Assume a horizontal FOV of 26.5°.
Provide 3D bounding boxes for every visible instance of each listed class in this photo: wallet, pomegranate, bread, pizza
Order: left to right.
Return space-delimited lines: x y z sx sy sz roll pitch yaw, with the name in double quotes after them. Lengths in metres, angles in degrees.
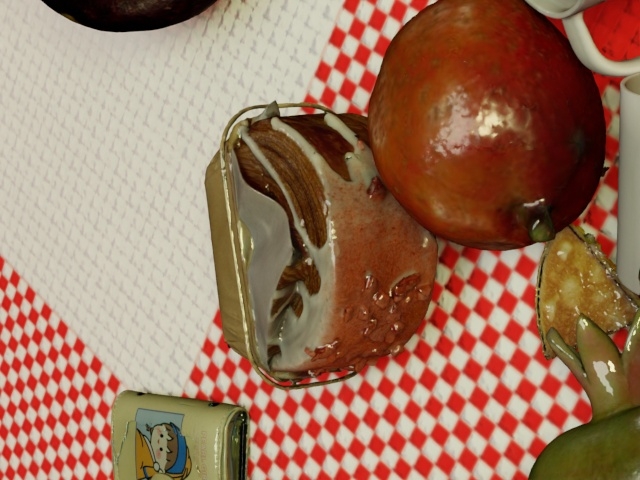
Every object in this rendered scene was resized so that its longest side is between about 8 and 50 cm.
-0.131 0.198 1.239 0.155 0.039 0.110 1 92 43 "wallet"
0.000 0.000 1.052 0.212 0.142 0.224 -12 85 57 "bread"
0.183 0.044 0.956 0.100 0.029 0.099 51 131 31 "pizza"
0.202 0.144 0.880 0.152 0.131 0.191 -29 60 35 "pomegranate"

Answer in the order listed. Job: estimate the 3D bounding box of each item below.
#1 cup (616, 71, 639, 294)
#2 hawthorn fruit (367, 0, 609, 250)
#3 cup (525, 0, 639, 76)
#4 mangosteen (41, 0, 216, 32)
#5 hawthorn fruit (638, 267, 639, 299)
0.248 -0.033 0.826 0.136 0.099 0.133 11 113 33 "cup"
0.112 -0.070 0.906 0.169 0.169 0.188 -49 31 33 "hawthorn fruit"
0.197 -0.206 0.837 0.173 0.142 0.134 65 165 12 "cup"
-0.161 -0.300 1.144 0.228 0.228 0.265 -44 24 35 "mangosteen"
0.308 0.030 0.660 0.307 0.265 0.265 8 100 5 "hawthorn fruit"
